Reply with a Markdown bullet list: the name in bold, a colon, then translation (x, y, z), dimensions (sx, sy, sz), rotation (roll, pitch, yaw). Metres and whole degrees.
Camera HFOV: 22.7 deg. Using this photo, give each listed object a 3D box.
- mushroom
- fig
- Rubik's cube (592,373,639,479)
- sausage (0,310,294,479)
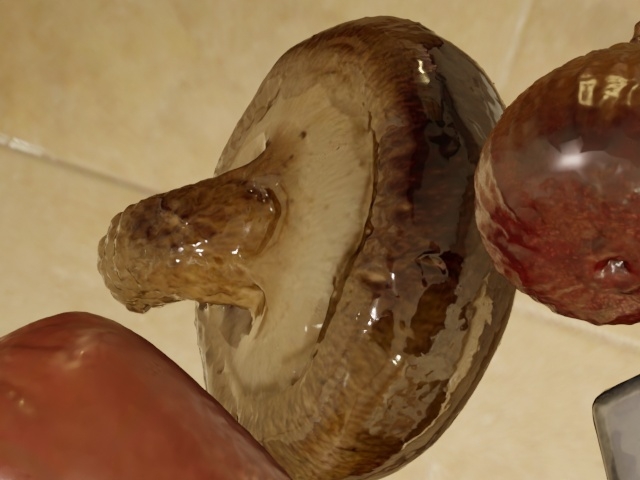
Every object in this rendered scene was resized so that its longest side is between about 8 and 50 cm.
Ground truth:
- **mushroom**: translation (0.021, 0.004, 1.164), dimensions (0.345, 0.239, 0.345), rotation (7, 101, 41)
- **fig**: translation (0.121, -0.026, 0.655), dimensions (0.119, 0.153, 0.119), rotation (1, 106, 4)
- **Rubik's cube**: translation (0.326, 0.161, 0.642), dimensions (0.292, 0.293, 0.286), rotation (-31, 54, 34)
- **sausage**: translation (-0.075, 0.138, 0.707), dimensions (0.148, 0.148, 0.254), rotation (-44, 96, -2)
